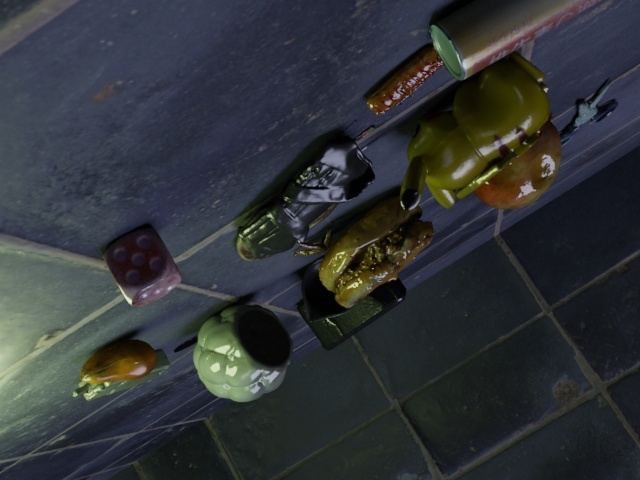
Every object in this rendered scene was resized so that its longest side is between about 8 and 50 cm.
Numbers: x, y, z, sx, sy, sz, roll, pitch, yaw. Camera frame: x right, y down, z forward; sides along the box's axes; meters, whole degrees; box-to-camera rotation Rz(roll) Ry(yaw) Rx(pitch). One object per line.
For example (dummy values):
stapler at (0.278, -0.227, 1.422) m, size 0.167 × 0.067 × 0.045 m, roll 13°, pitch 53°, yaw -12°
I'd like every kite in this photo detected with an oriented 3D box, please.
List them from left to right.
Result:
kite at (0.035, -0.151, 1.447) m, size 0.160 × 0.010 × 0.183 m, roll -36°, pitch 166°, yaw 18°

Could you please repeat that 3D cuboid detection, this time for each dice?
dice at (-0.272, 0.042, 1.270) m, size 0.091 × 0.094 × 0.093 m, roll -29°, pitch 166°, yaw -10°

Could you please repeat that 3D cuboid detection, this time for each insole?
insole at (-0.285, 0.238, 2.196) m, size 0.232 × 0.003 × 0.080 m, roll -28°, pitch 167°, yaw -15°

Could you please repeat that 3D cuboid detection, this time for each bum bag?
bum bag at (-0.024, -0.062, 1.441) m, size 0.142 × 0.079 × 0.326 m, roll 10°, pitch 141°, yaw -40°

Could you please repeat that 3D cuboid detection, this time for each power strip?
power strip at (-0.477, 0.324, 1.960) m, size 0.093 × 0.053 × 0.288 m, roll -36°, pitch 166°, yaw 24°

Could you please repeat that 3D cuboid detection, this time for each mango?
mango at (-0.432, 0.257, 1.761) m, size 0.159 × 0.084 × 0.105 m, roll -5°, pitch 174°, yaw -21°

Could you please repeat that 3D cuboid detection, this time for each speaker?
speaker at (0.103, 0.178, 2.524) m, size 0.388 × 0.180 × 0.184 m, roll -39°, pitch 172°, yaw 33°

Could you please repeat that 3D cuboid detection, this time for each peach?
peach at (0.440, -0.191, 1.867) m, size 0.214 × 0.214 × 0.235 m, roll -17°, pitch 143°, yaw -49°

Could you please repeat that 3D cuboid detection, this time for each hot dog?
hot dog at (0.133, -0.243, 1.262) m, size 0.144 × 0.038 × 0.062 m, roll -37°, pitch 166°, yaw 23°

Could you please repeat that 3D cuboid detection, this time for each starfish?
starfish at (0.002, 0.005, 1.896) m, size 0.133 × 0.041 × 0.130 m, roll -18°, pitch 160°, yaw -47°

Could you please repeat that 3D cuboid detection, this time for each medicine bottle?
medicine bottle at (0.360, -0.370, 1.173) m, size 0.426 × 0.108 × 0.108 m, roll -30°, pitch 167°, yaw 0°

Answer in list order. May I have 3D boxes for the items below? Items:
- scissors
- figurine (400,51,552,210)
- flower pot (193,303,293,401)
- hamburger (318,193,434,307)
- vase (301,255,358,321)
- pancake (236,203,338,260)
scissors at (0.744, -0.355, 2.299) m, size 0.256 × 0.029 × 0.383 m, roll -33°, pitch 166°, yaw 3°
figurine at (0.280, -0.188, 1.519) m, size 0.327 × 0.169 × 0.218 m, roll -36°, pitch 162°, yaw 15°
flower pot at (-0.194, 0.282, 2.054) m, size 0.246 × 0.246 × 0.195 m, roll -16°, pitch 160°, yaw -50°
hamburger at (0.129, 0.031, 1.971) m, size 0.319 × 0.158 × 0.318 m, roll -40°, pitch 170°, yaw -9°
vase at (0.036, 0.124, 2.245) m, size 0.251 × 0.156 × 0.301 m, roll -56°, pitch 176°, yaw -8°
pancake at (-0.060, -0.034, 1.621) m, size 0.250 × 0.031 × 0.250 m, roll -30°, pitch 167°, yaw -8°
